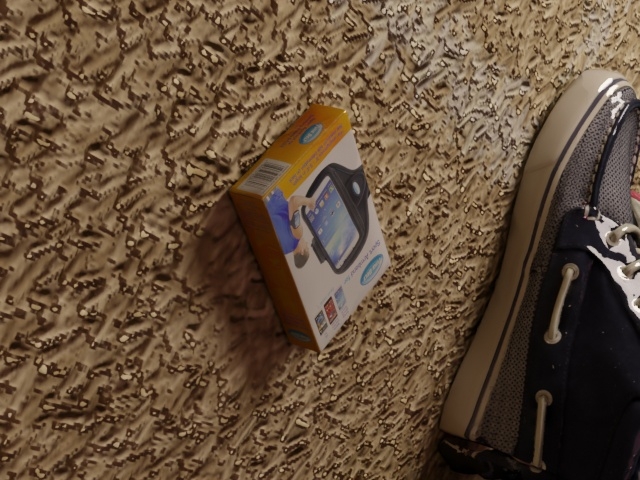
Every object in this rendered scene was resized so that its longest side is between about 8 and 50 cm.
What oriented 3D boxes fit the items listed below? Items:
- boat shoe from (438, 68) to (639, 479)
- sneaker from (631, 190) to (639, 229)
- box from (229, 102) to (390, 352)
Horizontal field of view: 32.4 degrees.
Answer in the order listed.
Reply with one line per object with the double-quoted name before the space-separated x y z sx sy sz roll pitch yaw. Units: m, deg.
"boat shoe" 0.223 0.039 0.842 0.127 0.158 0.341 27 81 -55
"sneaker" 0.266 0.104 0.978 0.121 0.111 0.299 -19 107 -77
"box" 0.000 0.000 0.634 0.081 0.028 0.136 -50 136 -31
